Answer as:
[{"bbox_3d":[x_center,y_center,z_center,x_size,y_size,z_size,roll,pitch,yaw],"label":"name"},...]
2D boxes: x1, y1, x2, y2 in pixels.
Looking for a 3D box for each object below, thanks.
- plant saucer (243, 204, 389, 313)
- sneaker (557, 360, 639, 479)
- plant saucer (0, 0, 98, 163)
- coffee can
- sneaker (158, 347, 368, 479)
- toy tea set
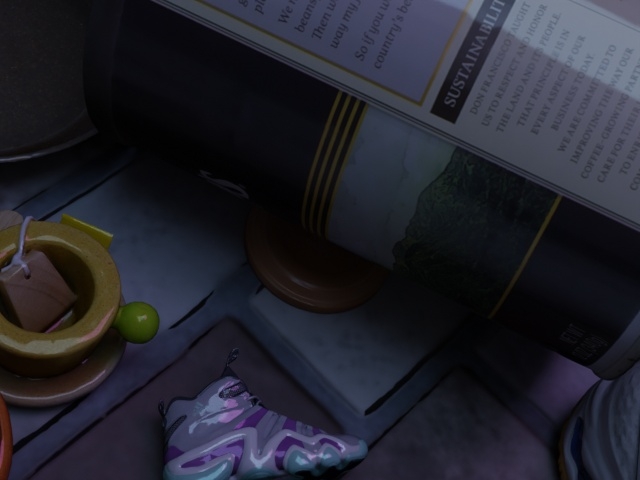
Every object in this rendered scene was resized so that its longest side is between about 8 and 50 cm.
[{"bbox_3d":[0.000,0.000,0.578,0.083,0.013,0.083,9,57,-14],"label":"plant saucer"},{"bbox_3d":[0.221,0.179,0.473,0.112,0.131,0.296,-21,70,-30],"label":"sneaker"},{"bbox_3d":[-0.188,-0.115,0.571,0.199,0.036,0.198,9,58,-14],"label":"plant saucer"},{"bbox_3d":[0.057,-0.083,0.512,0.275,0.201,0.201,26,55,7],"label":"coffee can"},{"bbox_3d":[-0.029,0.083,0.502,0.098,0.038,0.069,-3,62,-21],"label":"sneaker"},{"bbox_3d":[-0.238,0.009,0.423,0.336,0.124,0.200,22,55,-5],"label":"toy tea set"}]
